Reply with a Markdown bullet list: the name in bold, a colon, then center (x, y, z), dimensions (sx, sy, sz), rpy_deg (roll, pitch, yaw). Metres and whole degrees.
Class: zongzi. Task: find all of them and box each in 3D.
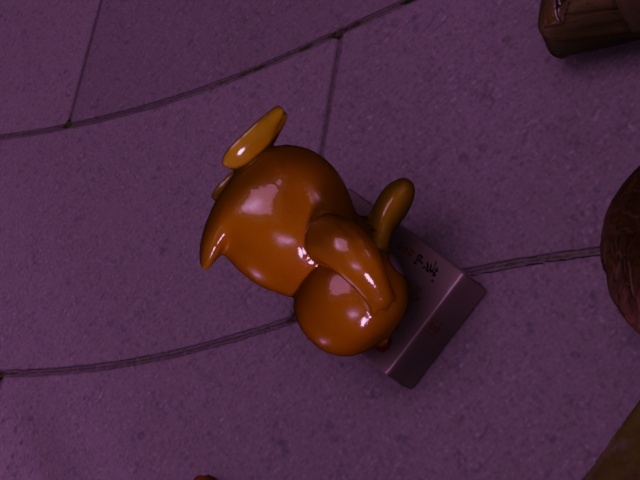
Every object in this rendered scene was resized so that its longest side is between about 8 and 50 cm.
- **zongzi**: center (0.355, -0.316, 1.081), dimensions (0.228, 0.115, 0.256), rpy_deg (-1, 57, 31)

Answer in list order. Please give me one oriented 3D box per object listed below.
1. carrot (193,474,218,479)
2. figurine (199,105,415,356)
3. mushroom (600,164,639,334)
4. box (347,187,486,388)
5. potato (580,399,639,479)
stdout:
- **carrot**: center (-0.142, 0.356, 1.144), dimensions (0.037, 0.037, 0.190), rpy_deg (-3, 70, 35)
- **figurine**: center (-0.010, 0.000, 1.045), dimensions (0.228, 0.215, 0.215), rpy_deg (23, 80, -2)
- **mushroom**: center (0.372, -0.012, 0.878), dimensions (0.278, 0.146, 0.278), rpy_deg (-23, 35, 17)
- **box**: center (0.064, 0.049, 1.130), dimensions (0.201, 0.058, 0.141), rpy_deg (37, 92, 42)
- **potato**: center (0.314, 0.189, 0.851), dimensions (0.269, 0.112, 0.255), rpy_deg (4, 69, 35)
